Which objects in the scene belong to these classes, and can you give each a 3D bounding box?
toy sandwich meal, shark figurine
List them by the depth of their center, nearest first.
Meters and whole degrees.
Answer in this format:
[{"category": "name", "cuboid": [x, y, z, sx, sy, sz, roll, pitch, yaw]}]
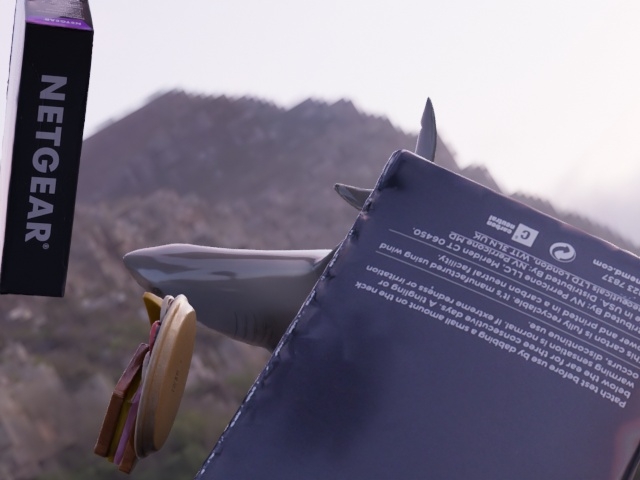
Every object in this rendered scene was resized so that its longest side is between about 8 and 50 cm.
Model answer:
[{"category": "toy sandwich meal", "cuboid": [-0.080, 0.063, 0.881, 0.029, 0.086, 0.085, 14, -18, 6]}, {"category": "shark figurine", "cuboid": [0.027, 0.004, 1.265, 0.278, 0.166, 0.116, -26, -28, -46]}]

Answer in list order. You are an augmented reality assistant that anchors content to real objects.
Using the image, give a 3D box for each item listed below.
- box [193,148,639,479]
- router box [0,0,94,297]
[{"category": "box", "cuboid": [0.025, 0.194, 0.982, 0.312, 0.179, 0.343, -56, -13, -38]}, {"category": "router box", "cuboid": [-0.174, -0.072, 1.207, 0.046, 0.133, 0.179, 4, -67, -12]}]
